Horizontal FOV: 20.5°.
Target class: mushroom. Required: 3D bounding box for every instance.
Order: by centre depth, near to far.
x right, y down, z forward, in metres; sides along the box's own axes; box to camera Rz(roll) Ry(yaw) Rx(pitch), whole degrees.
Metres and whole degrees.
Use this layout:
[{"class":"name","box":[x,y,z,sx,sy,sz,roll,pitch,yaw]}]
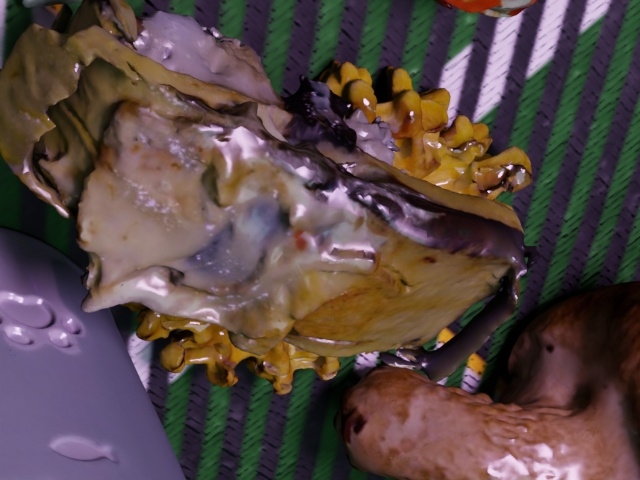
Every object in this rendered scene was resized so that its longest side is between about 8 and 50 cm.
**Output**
[{"class":"mushroom","box":[0.171,0.171,1.161,0.254,0.267,0.267,-25,136,-7]}]

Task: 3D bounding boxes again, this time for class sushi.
[{"class":"sushi","box":[-0.036,-0.019,0.911,0.291,0.131,0.139,25,124,-25]}]

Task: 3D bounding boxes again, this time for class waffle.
[{"class":"waffle","box":[0.000,0.000,1.053,0.228,0.051,0.232,17,119,-42]}]

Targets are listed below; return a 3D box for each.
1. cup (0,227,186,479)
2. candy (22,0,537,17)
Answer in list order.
[{"class":"cup","box":[-0.233,0.187,0.925,0.356,0.274,0.259,-17,134,-17]},{"class":"candy","box":[-0.010,-0.142,0.918,0.287,0.078,0.084,-10,153,-9]}]
